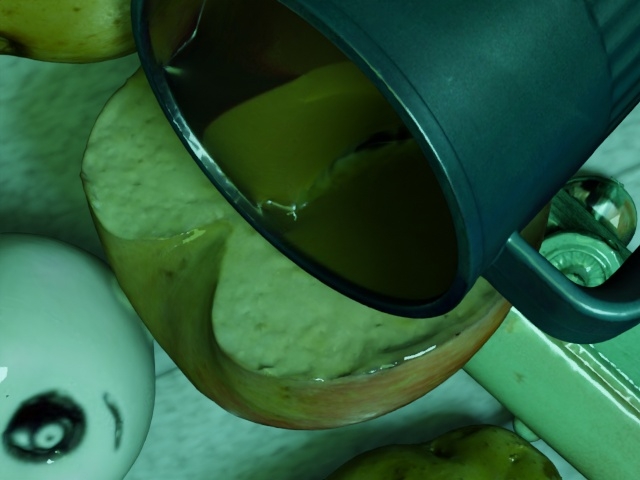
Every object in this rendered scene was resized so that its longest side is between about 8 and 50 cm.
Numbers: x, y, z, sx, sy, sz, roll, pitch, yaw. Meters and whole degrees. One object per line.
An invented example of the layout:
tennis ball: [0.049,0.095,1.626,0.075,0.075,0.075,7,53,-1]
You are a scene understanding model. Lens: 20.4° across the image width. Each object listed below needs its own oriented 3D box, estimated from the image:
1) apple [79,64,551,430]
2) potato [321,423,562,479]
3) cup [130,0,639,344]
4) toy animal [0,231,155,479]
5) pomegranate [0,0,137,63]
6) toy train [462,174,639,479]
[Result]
apple: [0.000,0.000,1.152,0.251,0.163,0.293,-36,61,-17]
potato: [0.023,0.275,1.270,0.369,0.176,0.195,-36,144,21]
cup: [0.102,-0.127,0.986,0.308,0.292,0.242,30,151,29]
toy animal: [-0.264,0.079,1.195,0.310,0.251,0.251,16,109,-14]
pomegranate: [-0.171,-0.242,1.055,0.307,0.307,0.307,1,108,4]
toy train: [0.198,0.084,1.229,0.285,0.116,0.177,41,118,-10]
